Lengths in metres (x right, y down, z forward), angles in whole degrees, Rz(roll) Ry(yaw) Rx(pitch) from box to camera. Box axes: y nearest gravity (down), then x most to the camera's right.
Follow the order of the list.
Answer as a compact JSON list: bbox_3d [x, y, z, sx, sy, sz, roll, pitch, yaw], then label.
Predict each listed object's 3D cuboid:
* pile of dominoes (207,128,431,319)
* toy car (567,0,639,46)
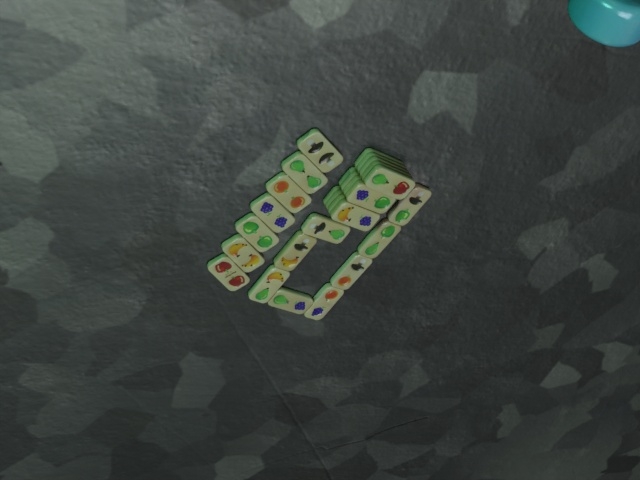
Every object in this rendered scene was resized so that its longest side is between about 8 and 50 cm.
[{"bbox_3d":[0.000,0.000,1.044,0.196,0.040,0.251,19,123,-35],"label":"pile of dominoes"},{"bbox_3d":[0.316,-0.313,0.760,0.238,0.210,0.219,-15,149,-26],"label":"toy car"}]
